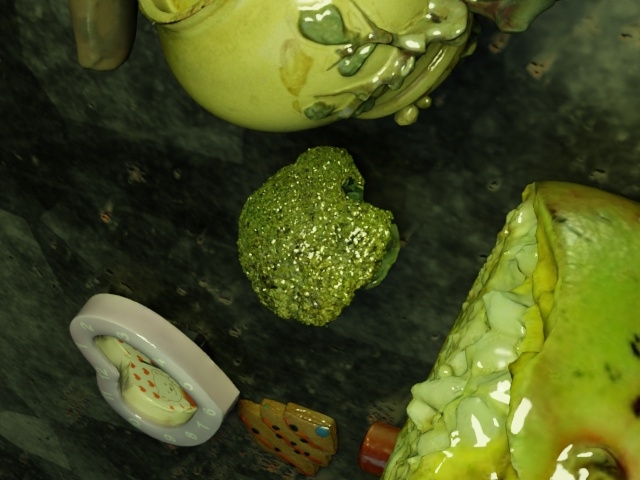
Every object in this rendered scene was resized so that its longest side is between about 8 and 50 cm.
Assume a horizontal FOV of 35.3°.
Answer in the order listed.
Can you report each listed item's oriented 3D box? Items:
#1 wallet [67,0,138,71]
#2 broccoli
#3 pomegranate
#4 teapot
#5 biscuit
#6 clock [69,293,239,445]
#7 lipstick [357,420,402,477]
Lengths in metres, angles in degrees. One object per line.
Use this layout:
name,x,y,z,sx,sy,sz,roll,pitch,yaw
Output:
wallet,-0.107,-0.244,0.475,0.042,0.165,0.309,2,140,-2
broccoli,0.000,0.000,0.715,0.120,0.130,0.131,5,122,-31
pomegranate,0.159,0.138,0.631,0.216,0.309,0.358,23,175,9
teapot,0.019,-0.129,0.518,0.183,0.173,0.269,23,170,-39
biscuit,-0.028,0.200,1.038,0.119,0.019,0.130,43,143,-13
clock,-0.154,0.129,1.012,0.172,0.064,0.198,12,139,26
lipstick,0.174,0.222,0.858,0.300,0.081,0.081,16,141,22
